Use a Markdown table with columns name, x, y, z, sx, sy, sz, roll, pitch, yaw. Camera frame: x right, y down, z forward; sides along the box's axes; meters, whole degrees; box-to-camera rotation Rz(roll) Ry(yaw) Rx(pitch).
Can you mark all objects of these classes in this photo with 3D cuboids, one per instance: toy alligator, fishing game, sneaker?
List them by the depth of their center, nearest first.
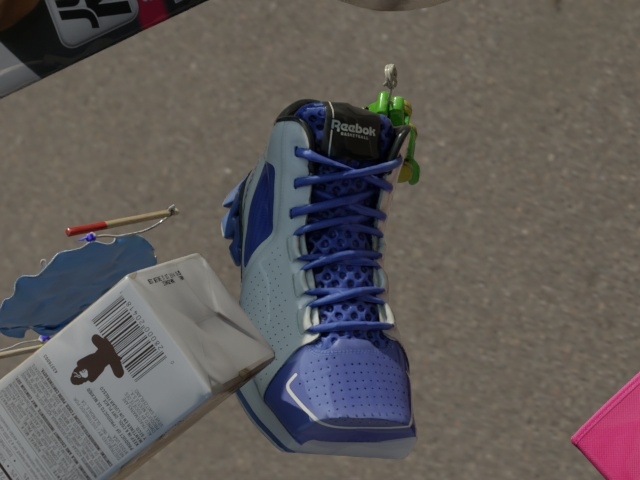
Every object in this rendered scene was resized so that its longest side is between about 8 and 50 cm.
| name | x | y | z | sx | sy | sz | roll | pitch | yaw |
| --- | --- | --- | --- | --- | --- | --- | --- | --- | --- |
| sneaker | 0.000 | -0.001 | 1.122 | 0.315 | 0.127 | 0.182 | -105 | 26 | -44 |
| toy alligator | 0.059 | -0.109 | 1.405 | 0.051 | 0.190 | 0.056 | 1 | 61 | 13 |
| fishing game | -0.256 | 0.042 | 1.532 | 0.264 | 0.189 | 0.041 | -49 | 64 | 42 |

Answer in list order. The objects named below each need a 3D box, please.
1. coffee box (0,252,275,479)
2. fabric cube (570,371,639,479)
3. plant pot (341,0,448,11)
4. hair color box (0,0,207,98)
| name | x | y | z | sx | sy | sz | roll | pitch | yaw |
| --- | --- | --- | --- | --- | --- | --- | --- | --- | --- |
| coffee box | -0.167 | 0.125 | 1.003 | 0.246 | 0.141 | 0.098 | -39 | 84 | 16 |
| fabric cube | 0.427 | 0.213 | 1.293 | 0.254 | 0.259 | 0.258 | -45 | 53 | 4 |
| plant pot | 0.067 | -0.280 | 0.885 | 0.305 | 0.333 | 0.334 | 153 | 131 | -82 |
| hair color box | -0.276 | -0.192 | 1.059 | 0.113 | 0.374 | 0.185 | 19 | 133 | 54 |
